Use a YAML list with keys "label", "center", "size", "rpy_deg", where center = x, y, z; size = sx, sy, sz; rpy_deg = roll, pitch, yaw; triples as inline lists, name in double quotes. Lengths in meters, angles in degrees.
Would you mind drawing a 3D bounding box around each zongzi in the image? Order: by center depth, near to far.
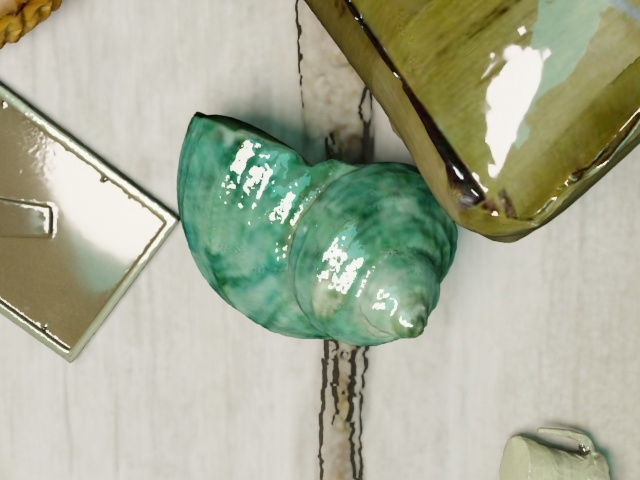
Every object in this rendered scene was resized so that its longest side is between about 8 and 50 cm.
- label: "zongzi"
  center: [0.149, -0.243, 0.561]
  size: [0.393, 0.174, 0.356]
  rpy_deg: [-39, 81, 20]

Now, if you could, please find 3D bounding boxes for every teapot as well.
- label: "teapot"
  center: [0.189, 0.182, 0.740]
  size: [0.083, 0.057, 0.067]
  rpy_deg: [9, 89, -9]

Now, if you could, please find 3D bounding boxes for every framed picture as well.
- label: "framed picture"
  center: [-0.232, -0.021, 0.725]
  size: [0.203, 0.015, 0.150]
  rpy_deg: [37, 99, -6]

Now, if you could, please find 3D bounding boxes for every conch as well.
- label: "conch"
  center: [0.001, 0.003, 0.648]
  size: [0.202, 0.196, 0.134]
  rpy_deg: [10, 80, 42]

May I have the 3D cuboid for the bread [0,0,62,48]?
- label: "bread"
  center: [-0.260, -0.219, 0.632]
  size: [0.199, 0.104, 0.199]
  rpy_deg: [1, 88, -15]
